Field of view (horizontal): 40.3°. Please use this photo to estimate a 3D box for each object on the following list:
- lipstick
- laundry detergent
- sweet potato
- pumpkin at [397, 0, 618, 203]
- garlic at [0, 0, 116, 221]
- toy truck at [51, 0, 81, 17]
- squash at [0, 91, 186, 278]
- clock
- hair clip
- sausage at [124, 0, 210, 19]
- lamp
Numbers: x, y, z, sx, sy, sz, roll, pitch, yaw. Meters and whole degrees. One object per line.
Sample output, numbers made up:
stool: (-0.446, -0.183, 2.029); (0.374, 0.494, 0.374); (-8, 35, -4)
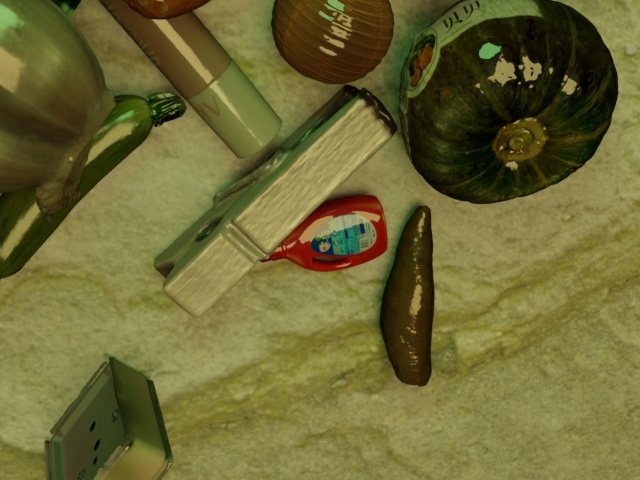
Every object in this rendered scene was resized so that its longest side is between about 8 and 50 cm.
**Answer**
lipstick: (-0.145, -0.203, 0.955); (0.070, 0.070, 0.254); (-41, 116, 1)
laundry detergent: (0.000, 0.000, 1.094); (0.165, 0.049, 0.097); (-15, 119, -9)
sweet potato: (0.113, 0.074, 1.148); (0.077, 0.077, 0.243); (-7, 106, -15)
pumpkin: (0.215, -0.172, 1.027); (0.260, 0.189, 0.260); (-1, 137, -1)
garlic: (-0.316, -0.150, 0.807); (0.292, 0.237, 0.210); (38, 96, -22)
toy truck: (-0.227, -0.343, 0.815); (0.155, 0.156, 0.279); (39, 68, -27)
squash: (-0.285, -0.065, 0.960); (0.318, 0.071, 0.080); (-44, 100, 0)
clock: (-0.254, 0.247, 1.026); (0.071, 0.192, 0.147); (35, 96, -27)
hair clip: (-0.057, -0.052, 1.031); (0.331, 0.101, 0.085); (-41, 120, 3)
sausage: (-0.125, -0.281, 0.888); (0.197, 0.076, 0.076); (-42, 124, -41)
lamp: (0.013, -0.237, 0.958); (0.136, 0.136, 0.136); (-6, 112, -15)
